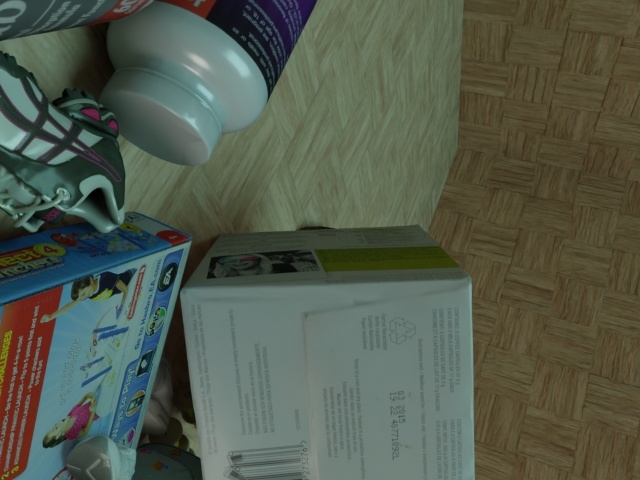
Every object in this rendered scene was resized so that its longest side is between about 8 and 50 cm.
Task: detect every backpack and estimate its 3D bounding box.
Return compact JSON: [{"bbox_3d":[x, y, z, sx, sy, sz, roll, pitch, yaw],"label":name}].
[{"bbox_3d":[-0.232,0.368,0.828,0.188,0.166,0.144,-49,153,-60],"label":"backpack"}]

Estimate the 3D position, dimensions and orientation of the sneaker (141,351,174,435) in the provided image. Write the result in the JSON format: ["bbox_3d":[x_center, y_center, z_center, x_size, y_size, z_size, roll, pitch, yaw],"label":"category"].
[{"bbox_3d":[-0.240,0.176,0.829,0.212,0.080,0.094,94,8,-46],"label":"sneaker"}]

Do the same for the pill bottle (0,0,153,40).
[{"bbox_3d":[-0.244,-0.200,0.310,0.363,0.210,0.210,-47,146,-54],"label":"pill bottle"}]

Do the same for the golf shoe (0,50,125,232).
[{"bbox_3d":[-0.249,-0.073,0.490,0.273,0.105,0.120,2,66,-70],"label":"golf shoe"}]

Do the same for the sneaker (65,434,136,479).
[{"bbox_3d":[-0.225,0.233,0.635,0.061,0.054,0.152,-58,171,-43],"label":"sneaker"}]

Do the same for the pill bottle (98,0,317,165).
[{"bbox_3d":[-0.115,-0.251,0.682,0.181,0.182,0.322,67,41,-60],"label":"pill bottle"}]

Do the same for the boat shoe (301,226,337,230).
[{"bbox_3d":[0.000,0.000,1.371,0.170,0.063,0.059,-5,102,-71],"label":"boat shoe"}]

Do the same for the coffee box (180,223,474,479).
[{"bbox_3d":[0.012,0.174,0.878,0.334,0.339,0.337,-99,-174,-78],"label":"coffee box"}]

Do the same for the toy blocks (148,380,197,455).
[{"bbox_3d":[-0.218,0.320,1.000,0.148,0.054,0.123,84,28,-45],"label":"toy blocks"}]

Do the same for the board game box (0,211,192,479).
[{"bbox_3d":[-0.276,0.145,0.584,0.302,0.086,0.308,-26,138,-66],"label":"board game box"}]
